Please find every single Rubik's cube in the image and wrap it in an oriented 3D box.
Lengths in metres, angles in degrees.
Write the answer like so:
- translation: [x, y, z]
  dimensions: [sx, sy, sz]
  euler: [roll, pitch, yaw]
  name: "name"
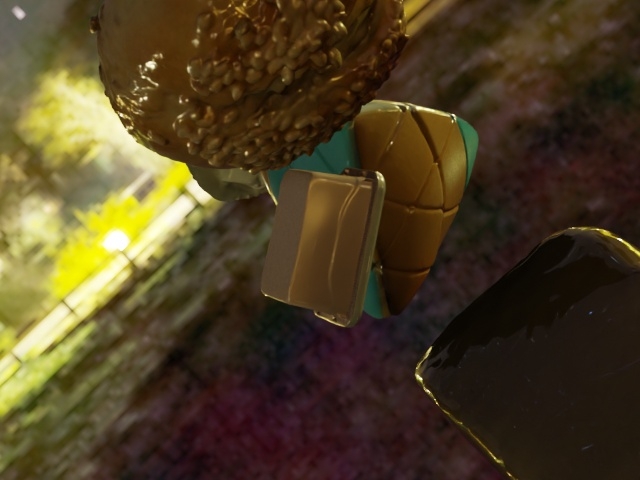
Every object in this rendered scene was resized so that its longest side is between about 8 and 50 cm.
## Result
- translation: [0.013, -0.080, 1.587]
  dimensions: [0.254, 0.254, 0.254]
  euler: [-42, 8, 7]
  name: "Rubik's cube"

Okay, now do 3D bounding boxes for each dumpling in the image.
- translation: [-0.083, -0.111, 1.977]
  dimensions: [0.155, 0.181, 0.111]
  euler: [-60, 14, 30]
  name: "dumpling"

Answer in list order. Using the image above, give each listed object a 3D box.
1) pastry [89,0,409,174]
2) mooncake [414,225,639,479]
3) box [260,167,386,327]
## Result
- translation: [-0.051, -0.171, 1.359]
  dimensions: [0.284, 0.184, 0.315]
  euler: [-30, -29, -13]
  name: "pastry"
- translation: [0.199, 0.122, 0.882]
  dimensions: [0.155, 0.284, 0.284]
  euler: [-44, 8, 0]
  name: "mooncake"
- translation: [0.000, 0.000, 1.187]
  dimensions: [0.089, 0.062, 0.122]
  euler: [-164, 86, -69]
  name: "box"
